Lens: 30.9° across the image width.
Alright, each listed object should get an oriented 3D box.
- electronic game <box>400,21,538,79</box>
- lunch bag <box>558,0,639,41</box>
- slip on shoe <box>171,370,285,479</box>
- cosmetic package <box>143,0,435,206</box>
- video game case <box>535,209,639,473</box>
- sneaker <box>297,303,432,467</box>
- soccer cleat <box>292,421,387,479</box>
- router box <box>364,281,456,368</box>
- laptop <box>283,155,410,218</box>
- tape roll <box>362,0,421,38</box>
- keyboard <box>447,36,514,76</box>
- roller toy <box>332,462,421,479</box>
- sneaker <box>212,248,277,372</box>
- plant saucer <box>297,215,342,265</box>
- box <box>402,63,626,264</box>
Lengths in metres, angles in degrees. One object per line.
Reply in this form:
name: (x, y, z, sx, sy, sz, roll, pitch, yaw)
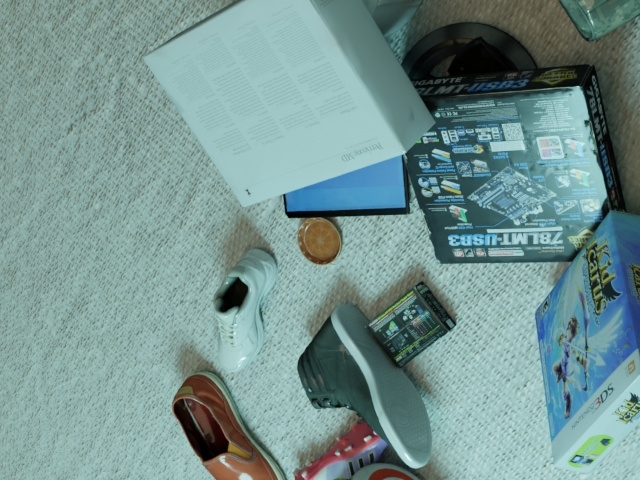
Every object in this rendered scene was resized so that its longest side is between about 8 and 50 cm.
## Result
electronic game: (0.220, -0.211, 1.731, 0.229, 0.048, 0.229, 6, 107, 19)
lunch bag: (0.381, -0.436, 1.487, 0.256, 0.212, 0.305, -33, 89, 15)
slip on shoe: (-0.165, 0.395, 2.087, 0.123, 0.101, 0.331, -31, 89, 30)
cosmetic package: (-0.055, -0.220, 1.679, 0.377, 0.097, 0.284, -15, 112, 48)
video game case: (0.379, 0.138, 1.571, 0.061, 0.269, 0.244, 12, 138, -13)
sneaker: (0.068, 0.265, 1.907, 0.147, 0.104, 0.296, -45, 65, 34)
soccer cleat: (0.049, 0.388, 1.987, 0.095, 0.083, 0.248, 42, 120, -13)
router box: (0.146, 0.138, 1.877, 0.122, 0.038, 0.092, -41, 83, 31)
laptop: (-0.002, -0.159, 1.816, 0.234, 0.264, 0.136, -2, 61, 29)
tape roll: (0.019, -0.407, 1.720, 0.246, 0.169, 0.246, 8, 107, 28)
keyboard: (0.262, -0.203, 1.668, 0.192, 0.038, 0.100, 45, 125, -9)
roller toy: (0.102, 0.481, 1.905, 0.209, 0.191, 0.146, 50, 122, 24)
sneaker: (-0.152, 0.130, 1.995, 0.090, 0.115, 0.232, 20, 113, 23)
plant saucer: (0.000, 0.000, 1.935, 0.083, 0.013, 0.083, 8, 107, 28)
box: (0.272, -0.100, 1.663, 0.295, 0.073, 0.293, -2, 127, 31)
